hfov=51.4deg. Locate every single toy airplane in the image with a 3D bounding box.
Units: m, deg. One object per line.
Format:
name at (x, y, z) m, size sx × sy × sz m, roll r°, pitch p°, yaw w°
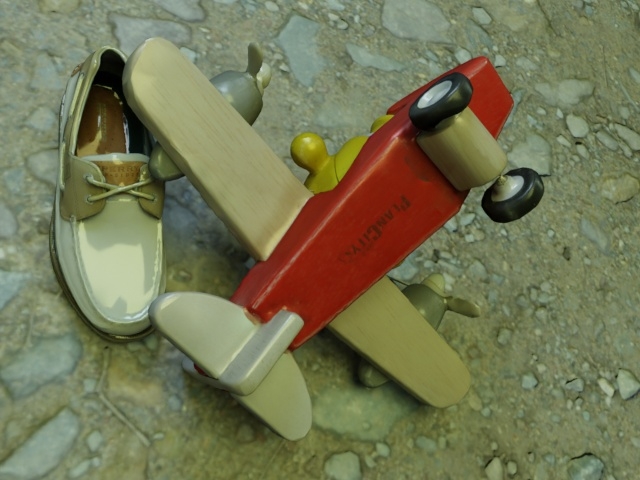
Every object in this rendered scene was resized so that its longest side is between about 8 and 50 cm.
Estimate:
toy airplane at (0.000, 0.000, 0.684) m, size 0.385 × 0.272 × 0.385 m, roll -1°, pitch 104°, yaw -17°

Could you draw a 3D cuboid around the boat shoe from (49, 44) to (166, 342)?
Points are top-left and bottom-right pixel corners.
boat shoe at (-0.211, -0.053, 0.662) m, size 0.113 × 0.103 × 0.302 m, roll -5°, pitch 70°, yaw -29°
